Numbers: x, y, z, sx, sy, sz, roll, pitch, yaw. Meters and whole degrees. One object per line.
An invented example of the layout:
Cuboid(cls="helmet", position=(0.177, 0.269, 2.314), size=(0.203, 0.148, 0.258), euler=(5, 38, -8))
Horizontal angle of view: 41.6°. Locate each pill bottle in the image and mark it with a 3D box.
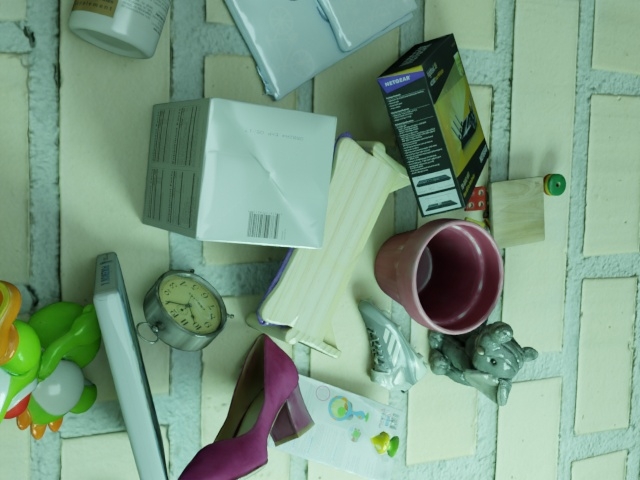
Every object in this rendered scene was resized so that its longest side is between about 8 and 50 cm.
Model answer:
Cuboid(cls="pill bottle", position=(-0.277, -0.398, 1.246), size=(0.131, 0.131, 0.229), euler=(19, 86, -29))

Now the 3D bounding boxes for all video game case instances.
Cuboid(cls="video game case", position=(-0.271, 0.199, 1.218), size=(0.036, 0.300, 0.329), euler=(-14, 102, -12))

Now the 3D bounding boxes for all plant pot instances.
Cuboid(cls="plant pot", position=(0.198, 0.056, 1.523), size=(0.201, 0.180, 0.201), euler=(-3, 96, -28))

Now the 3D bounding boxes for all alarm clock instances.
Cuboid(cls="alarm clock", position=(-0.225, 0.118, 1.318), size=(0.129, 0.064, 0.192), euler=(48, 28, 7))

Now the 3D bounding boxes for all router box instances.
Cuboid(cls="router box", position=(0.204, -0.208, 1.456), size=(0.243, 0.081, 0.309), euler=(69, 24, -16))

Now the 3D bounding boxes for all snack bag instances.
Cuboid(cls="snack bag", position=(-0.022, -0.456, 1.433), size=(0.342, 0.037, 0.323), euler=(-35, 111, -21))

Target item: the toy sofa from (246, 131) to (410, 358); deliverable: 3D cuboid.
Cuboid(cls="toy sofa", position=(0.000, 0.000, 1.426), size=(0.177, 0.150, 0.363), euler=(28, 82, -31))

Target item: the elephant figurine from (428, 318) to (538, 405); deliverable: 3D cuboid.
Cuboid(cls="elephant figurine", position=(0.321, 0.222, 1.573), size=(0.186, 0.239, 0.169), euler=(6, 92, -29))

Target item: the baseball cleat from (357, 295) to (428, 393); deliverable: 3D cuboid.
Cuboid(cls="baseball cleat", position=(0.118, 0.204, 1.558), size=(0.109, 0.072, 0.206), euler=(-44, 110, -10))

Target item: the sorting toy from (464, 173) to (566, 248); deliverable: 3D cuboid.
Cuboid(cls="sorting toy", position=(0.375, -0.056, 1.683), size=(0.274, 0.046, 0.132), euler=(-9, 100, -28))

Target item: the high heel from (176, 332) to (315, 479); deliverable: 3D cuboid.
Cuboid(cls="high heel", position=(-0.141, 0.271, 1.313), size=(0.181, 0.127, 0.377), euler=(63, 21, 4))

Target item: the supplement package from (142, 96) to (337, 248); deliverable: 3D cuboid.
Cuboid(cls="supplement package", position=(-0.132, -0.102, 1.280), size=(0.199, 0.262, 0.198), euler=(5, 93, -29))

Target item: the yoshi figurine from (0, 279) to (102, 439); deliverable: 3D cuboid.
Cuboid(cls="yoshi figurine", position=(-0.411, 0.136, 1.162), size=(0.203, 0.203, 0.362), euler=(-47, 157, -10))

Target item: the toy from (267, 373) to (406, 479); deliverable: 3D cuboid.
Cuboid(cls="toy", position=(0.027, 0.340, 1.522), size=(0.237, 0.056, 0.137), euler=(20, 72, -11))
